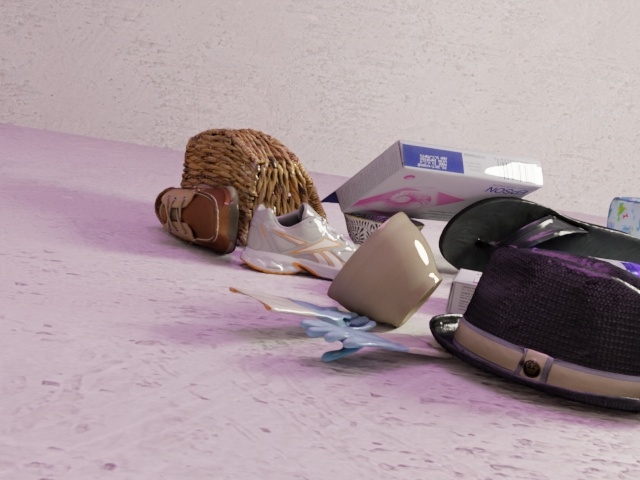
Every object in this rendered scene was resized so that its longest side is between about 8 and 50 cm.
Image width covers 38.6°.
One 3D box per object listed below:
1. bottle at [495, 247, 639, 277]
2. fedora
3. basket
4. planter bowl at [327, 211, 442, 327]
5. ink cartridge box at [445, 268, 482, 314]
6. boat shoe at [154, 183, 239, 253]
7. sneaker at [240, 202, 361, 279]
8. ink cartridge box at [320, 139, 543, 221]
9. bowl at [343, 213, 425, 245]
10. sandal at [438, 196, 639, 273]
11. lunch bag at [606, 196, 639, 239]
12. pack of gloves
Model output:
[{"bbox_3d":[0.457,0.070,1.684,0.283,0.092,0.118,9,9,-4],"label":"bottle"},{"bbox_3d":[0.313,0.095,1.175,0.334,0.152,0.334,12,8,-2],"label":"fedora"},{"bbox_3d":[-0.122,-0.116,1.856,0.223,0.213,0.299,2,12,-35],"label":"basket"},{"bbox_3d":[0.103,0.055,1.299,0.109,0.162,0.162,43,18,12],"label":"planter bowl"},{"bbox_3d":[0.361,0.100,1.521,0.275,0.060,0.239,11,11,13],"label":"ink cartridge box"},{"bbox_3d":[-0.229,-0.041,1.649,0.120,0.122,0.324,0,4,-20],"label":"boat shoe"},{"bbox_3d":[0.000,0.000,1.564,0.263,0.121,0.099,6,11,-19],"label":"sneaker"},{"bbox_3d":[0.214,-0.093,1.831,0.324,0.071,0.330,4,-21,-26],"label":"ink cartridge box"},{"bbox_3d":[0.122,-0.009,1.865,0.170,0.080,0.170,9,9,-1],"label":"bowl"},{"bbox_3d":[0.454,0.017,1.787,0.446,0.167,0.107,8,16,-13],"label":"sandal"},{"bbox_3d":[0.818,-0.019,2.336,0.090,0.176,0.219,2,9,-14],"label":"lunch bag"},{"bbox_3d":[0.022,0.121,1.156,0.195,0.046,0.232,19,3,43],"label":"pack of gloves"}]
